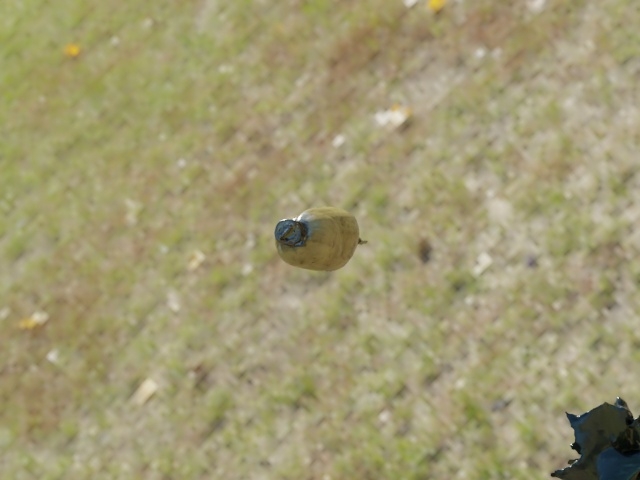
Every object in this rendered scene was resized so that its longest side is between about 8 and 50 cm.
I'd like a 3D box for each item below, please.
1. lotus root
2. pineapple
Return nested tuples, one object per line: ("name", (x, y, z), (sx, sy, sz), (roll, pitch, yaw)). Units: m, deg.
("lotus root", (0.000, 0.000, 1.704), (0.072, 0.063, 0.152), (-34, -18, 28))
("pineapple", (0.278, 0.200, 1.472), (0.130, 0.277, 0.119), (1, 78, 16))
